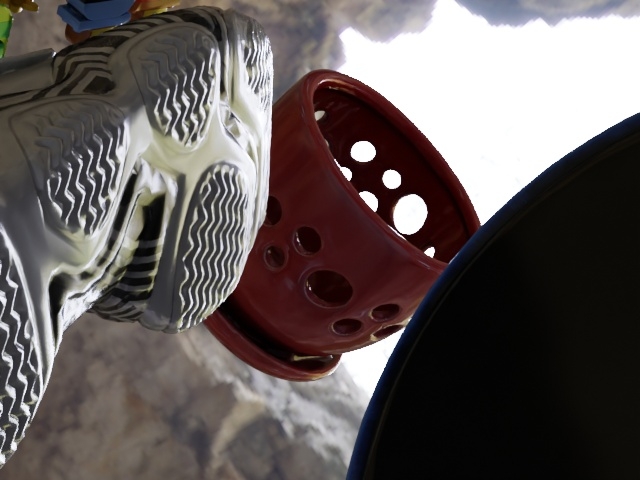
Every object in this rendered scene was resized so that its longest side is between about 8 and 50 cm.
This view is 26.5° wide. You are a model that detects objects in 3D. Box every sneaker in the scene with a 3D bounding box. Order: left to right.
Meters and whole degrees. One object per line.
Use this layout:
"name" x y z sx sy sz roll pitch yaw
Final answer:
"sneaker" -0.163 -0.023 0.537 0.366 0.210 0.137 -44 -38 -60

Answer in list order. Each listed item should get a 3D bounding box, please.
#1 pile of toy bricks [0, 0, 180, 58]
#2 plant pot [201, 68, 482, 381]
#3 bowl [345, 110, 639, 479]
"pile of toy bricks" -0.163 -0.105 0.628 0.212 0.118 0.105 -19 -38 -45
"plant pot" 0.000 0.000 0.998 0.174 0.191 0.191 -43 -35 24
"bowl" 0.168 0.107 0.495 0.391 0.391 0.077 -43 -45 12
